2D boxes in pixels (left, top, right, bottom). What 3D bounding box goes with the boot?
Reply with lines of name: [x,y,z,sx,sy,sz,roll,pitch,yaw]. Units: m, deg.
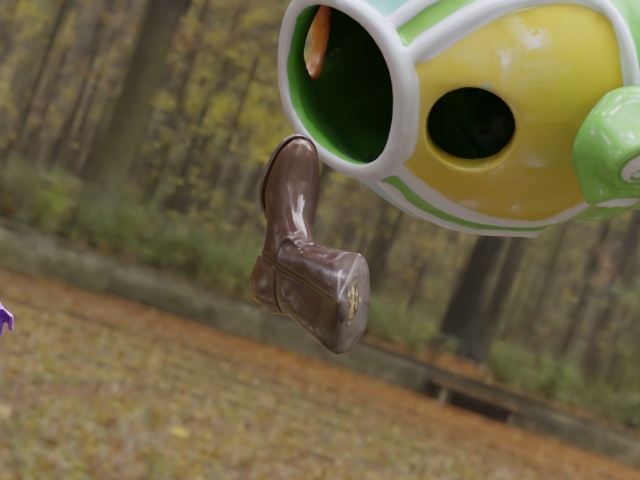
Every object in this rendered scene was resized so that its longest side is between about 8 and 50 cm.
boot: [0.000,0.000,0.984,0.037,0.106,0.114,5,9,-24]

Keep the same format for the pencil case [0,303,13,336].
pencil case: [-0.356,0.016,1.626,0.088,0.086,0.206,-15,55,-23]

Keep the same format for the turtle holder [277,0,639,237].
turtle holder: [0.118,-0.095,1.147,0.227,0.243,0.320,-14,57,-33]
